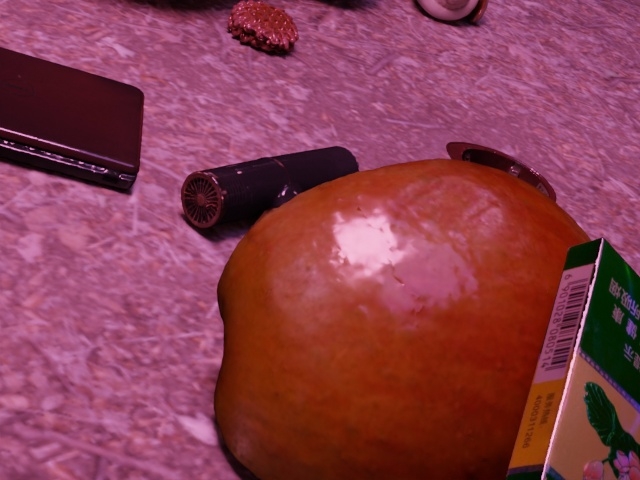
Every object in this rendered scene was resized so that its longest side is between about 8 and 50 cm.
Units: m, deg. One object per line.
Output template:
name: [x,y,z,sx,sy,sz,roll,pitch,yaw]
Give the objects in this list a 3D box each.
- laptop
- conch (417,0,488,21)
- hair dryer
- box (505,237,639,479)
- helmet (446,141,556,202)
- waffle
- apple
laptop: [-0.244,-0.109,1.002,0.207,0.026,0.154,15,29,-15]
conch: [0.154,-0.324,1.586,0.104,0.094,0.176,-2,9,-16]
hair dryer: [0.013,0.000,0.986,0.195,0.050,0.173,43,36,23]
box: [0.171,0.128,0.746,0.132,0.034,0.235,43,51,-26]
helmet: [0.149,-0.040,1.124,0.111,0.057,0.089,15,34,-24]
waffle: [-0.059,-0.221,1.303,0.075,0.029,0.083,18,33,-8]
apple: [0.097,0.074,0.841,0.346,0.254,0.179,2,-6,-35]
